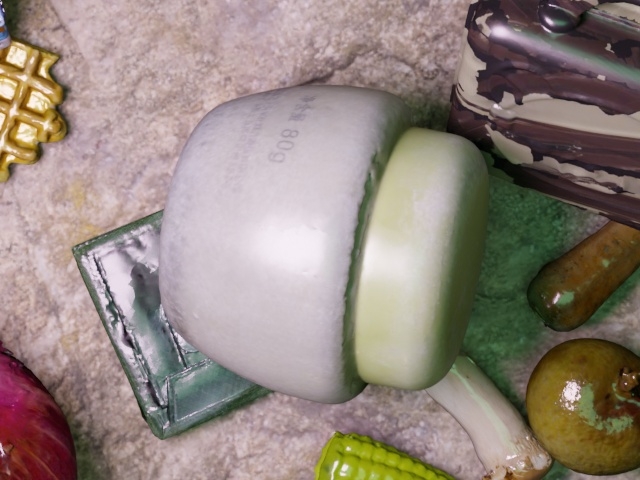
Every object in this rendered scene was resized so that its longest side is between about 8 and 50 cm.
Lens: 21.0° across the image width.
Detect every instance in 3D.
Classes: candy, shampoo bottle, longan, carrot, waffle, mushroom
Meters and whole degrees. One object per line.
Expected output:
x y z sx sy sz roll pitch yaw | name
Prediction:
0.091 0.281 1.905 0.209 0.097 0.096 21 97 -10 | candy
0.000 0.000 1.757 0.317 0.322 0.322 12 97 10 | shampoo bottle
0.302 0.175 1.850 0.155 0.176 0.145 10 67 -20 | longan
0.352 -0.010 1.879 0.298 0.078 0.078 -38 95 2 | carrot
-0.376 -0.153 1.879 0.211 0.055 0.160 23 96 -3 | waffle
0.169 0.187 1.905 0.084 0.071 0.209 -37 92 38 | mushroom

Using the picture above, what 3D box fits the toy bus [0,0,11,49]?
-0.415 -0.331 1.792 0.106 0.131 0.297 -21 82 -6 | toy bus

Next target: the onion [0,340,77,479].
-0.419 0.287 1.833 0.348 0.347 0.385 -6 132 2 | onion

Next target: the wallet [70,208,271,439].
-0.158 0.085 1.906 0.160 0.055 0.236 -24 95 -3 | wallet

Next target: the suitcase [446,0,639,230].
0.312 -0.171 1.712 0.352 0.339 0.194 20 61 9 | suitcase
